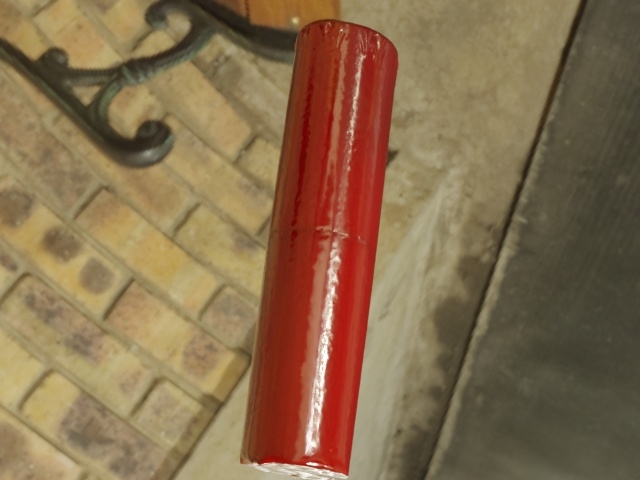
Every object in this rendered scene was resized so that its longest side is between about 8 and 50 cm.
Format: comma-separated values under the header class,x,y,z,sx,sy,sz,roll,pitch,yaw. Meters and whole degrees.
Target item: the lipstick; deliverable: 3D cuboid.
class,x,y,z,sx,sy,sz,roll,pitch,yaw
lipstick,0.001,0.000,0.589,0.073,0.280,0.073,7,162,2
